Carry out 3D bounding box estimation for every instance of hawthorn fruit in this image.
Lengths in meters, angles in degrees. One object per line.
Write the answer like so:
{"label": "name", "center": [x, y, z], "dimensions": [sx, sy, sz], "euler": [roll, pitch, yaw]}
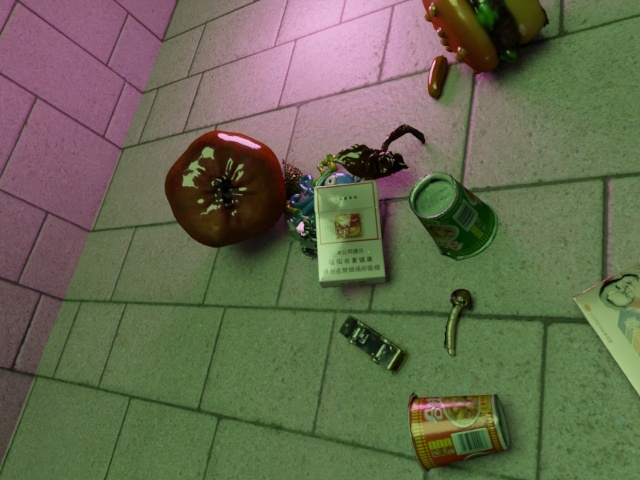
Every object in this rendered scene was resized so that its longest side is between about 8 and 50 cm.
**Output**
{"label": "hawthorn fruit", "center": [-0.355, -0.187, 2.015], "dimensions": [0.472, 0.472, 0.471], "euler": [-18, 57, 30]}

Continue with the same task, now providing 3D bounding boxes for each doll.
{"label": "doll", "center": [0.011, -0.153, 1.923], "dimensions": [0.341, 0.099, 0.346], "euler": [-35, 53, 18]}

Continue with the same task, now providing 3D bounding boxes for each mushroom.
{"label": "mushroom", "center": [0.382, 0.227, 1.475], "dimensions": [0.060, 0.061, 0.187], "euler": [10, 84, 54]}

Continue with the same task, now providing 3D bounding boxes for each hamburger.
{"label": "hamburger", "center": [0.490, -0.745, 1.686], "dimensions": [0.277, 0.396, 0.395], "euler": [-38, 49, 16]}

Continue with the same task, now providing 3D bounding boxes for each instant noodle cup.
{"label": "instant noodle cup", "center": [0.371, -0.078, 1.516], "dimensions": [0.207, 0.233, 0.207], "euler": [-17, 58, 30]}
{"label": "instant noodle cup", "center": [0.344, 0.457, 1.300], "dimensions": [0.212, 0.193, 0.193], "euler": [-17, 57, 21]}

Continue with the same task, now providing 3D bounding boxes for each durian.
{"label": "durian", "center": [-0.128, -0.247, 2.102], "dimensions": [0.100, 0.086, 0.215], "euler": [-24, 55, 43]}

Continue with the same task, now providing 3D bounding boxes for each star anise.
{"label": "star anise", "center": [0.212, -0.282, 1.760], "dimensions": [0.346, 0.148, 0.237], "euler": [-25, 9, -15]}

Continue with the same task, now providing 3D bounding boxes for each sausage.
{"label": "sausage", "center": [0.414, -0.587, 1.881], "dimensions": [0.062, 0.054, 0.183], "euler": [-14, 57, 65]}

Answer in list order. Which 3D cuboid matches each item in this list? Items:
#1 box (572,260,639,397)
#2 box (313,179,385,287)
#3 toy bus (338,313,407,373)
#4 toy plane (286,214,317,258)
{"label": "box", "center": [0.759, 0.224, 1.172], "dimensions": [0.214, 0.069, 0.353], "euler": [-35, 48, 18]}
{"label": "box", "center": [0.092, -0.021, 1.711], "dimensions": [0.210, 0.095, 0.330], "euler": [-5, 69, 6]}
{"label": "toy bus", "center": [0.152, 0.309, 1.584], "dimensions": [0.226, 0.074, 0.081], "euler": [28, 84, 43]}
{"label": "toy plane", "center": [-0.006, 0.006, 1.828], "dimensions": [0.262, 0.192, 0.088], "euler": [24, 47, 29]}
